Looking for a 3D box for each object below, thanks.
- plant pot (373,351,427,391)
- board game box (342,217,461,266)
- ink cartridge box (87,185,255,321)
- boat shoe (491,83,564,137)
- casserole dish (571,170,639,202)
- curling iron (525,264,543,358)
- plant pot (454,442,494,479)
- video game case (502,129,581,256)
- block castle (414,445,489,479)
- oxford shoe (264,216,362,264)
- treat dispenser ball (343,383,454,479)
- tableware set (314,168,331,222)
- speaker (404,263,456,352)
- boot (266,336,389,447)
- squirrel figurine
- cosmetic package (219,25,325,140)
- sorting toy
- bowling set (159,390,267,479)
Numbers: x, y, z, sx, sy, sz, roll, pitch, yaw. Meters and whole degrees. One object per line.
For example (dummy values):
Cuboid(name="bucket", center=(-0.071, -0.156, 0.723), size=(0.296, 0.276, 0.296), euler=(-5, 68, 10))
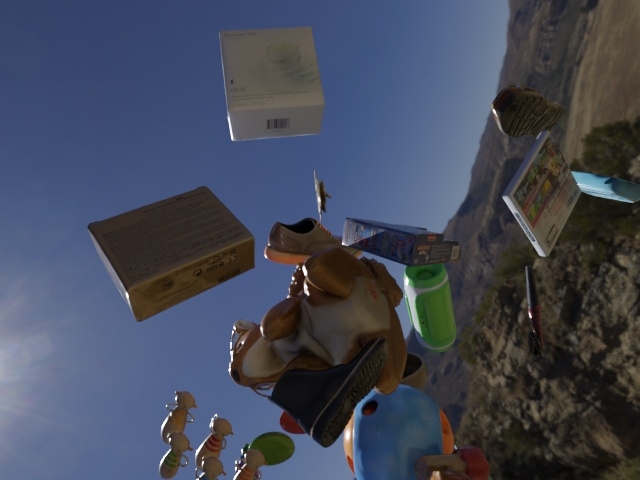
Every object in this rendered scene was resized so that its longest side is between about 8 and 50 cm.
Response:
Cuboid(name="plant pot", center=(0.235, 0.525, 1.491), size=(0.263, 0.263, 0.229), euler=(-24, -75, -65))
Cuboid(name="board game box", center=(0.151, -0.002, 0.886), size=(0.194, 0.194, 0.060), euler=(-2, -77, -49))
Cuboid(name="ink cartridge box", center=(-0.267, 0.013, 0.821), size=(0.234, 0.193, 0.088), euler=(-25, -41, -29))
Cuboid(name="boat shoe", center=(0.526, -0.350, 1.186), size=(0.324, 0.120, 0.122), euler=(-4, -39, -48))
Cuboid(name="casserole dish", center=(0.662, -0.125, 1.049), size=(0.188, 0.114, 0.037), euler=(-128, 56, -71))
Cuboid(name="curling iron", center=(0.589, 0.190, 1.231), size=(0.068, 0.035, 0.274), euler=(46, -134, -43))
Cuboid(name="plant pot", center=(0.400, 0.745, 1.237), size=(0.272, 0.255, 0.271), euler=(-56, 1, 2))
Cuboid(name="video game case", center=(0.477, -0.100, 0.955), size=(0.183, 0.023, 0.201), euler=(48, -113, -24))
Cuboid(name="block castle", center=(0.338, 0.678, 0.878), size=(0.303, 0.212, 0.453), euler=(163, 114, -67))
Cuboid(name="oxford shoe", center=(0.000, 0.000, 1.451), size=(0.363, 0.130, 0.133), euler=(-1, -66, -36))
Cuboid(name="treat dispenser ball", center=(0.205, 0.530, 1.185), size=(0.288, 0.288, 0.288), euler=(14, -90, -70))
Cuboid(name="tableware set", center=(0.009, -0.140, 1.429), size=(0.194, 0.039, 0.128), euler=(86, 176, -78))
Cuboid(name="speaker", center=(0.329, 0.196, 1.334), size=(0.131, 0.131, 0.297), euler=(-56, -42, -43))
Cuboid(name="boot", center=(0.012, 0.222, 0.753), size=(0.198, 0.137, 0.077), euler=(-44, -45, -29))
Cuboid(name="squirrel figurine", center=(-0.015, 0.194, 1.011), size=(0.370, 0.281, 0.397), euler=(-35, 2, 27))
Cuboid(name="cosmetic package", center=(-0.120, -0.384, 1.093), size=(0.138, 0.224, 0.225), euler=(107, 154, -71))
Cuboid(name="sorting toy", center=(-0.126, 0.517, 1.237), size=(0.365, 0.127, 0.126), euler=(-52, 27, 21))
Cuboid(name="bowling set", center=(-0.278, 0.504, 1.019), size=(0.154, 0.287, 0.200), euler=(-64, -7, 19))
